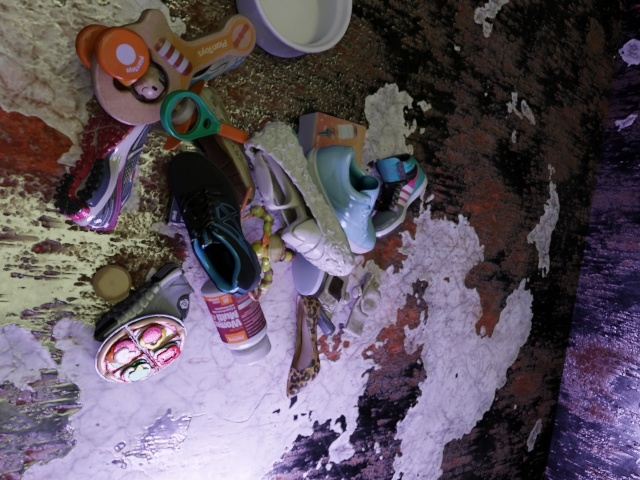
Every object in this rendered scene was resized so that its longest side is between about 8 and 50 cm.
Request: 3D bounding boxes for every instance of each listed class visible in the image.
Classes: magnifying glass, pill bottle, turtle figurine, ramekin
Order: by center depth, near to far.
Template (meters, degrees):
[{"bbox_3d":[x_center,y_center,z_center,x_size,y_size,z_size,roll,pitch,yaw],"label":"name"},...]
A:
[{"bbox_3d":[-0.230,-0.239,0.878,0.231,0.026,0.092,4,107,-59],"label":"magnifying glass"},{"bbox_3d":[-0.071,-0.589,1.041,0.277,0.135,0.278,-5,99,-34],"label":"ramekin"},{"bbox_3d":[-0.117,0.001,1.060,0.217,0.087,0.270,-18,105,-69],"label":"turtle figurine"},{"bbox_3d":[-0.204,0.192,1.068,0.121,0.121,0.221,-28,111,-28],"label":"pill bottle"}]

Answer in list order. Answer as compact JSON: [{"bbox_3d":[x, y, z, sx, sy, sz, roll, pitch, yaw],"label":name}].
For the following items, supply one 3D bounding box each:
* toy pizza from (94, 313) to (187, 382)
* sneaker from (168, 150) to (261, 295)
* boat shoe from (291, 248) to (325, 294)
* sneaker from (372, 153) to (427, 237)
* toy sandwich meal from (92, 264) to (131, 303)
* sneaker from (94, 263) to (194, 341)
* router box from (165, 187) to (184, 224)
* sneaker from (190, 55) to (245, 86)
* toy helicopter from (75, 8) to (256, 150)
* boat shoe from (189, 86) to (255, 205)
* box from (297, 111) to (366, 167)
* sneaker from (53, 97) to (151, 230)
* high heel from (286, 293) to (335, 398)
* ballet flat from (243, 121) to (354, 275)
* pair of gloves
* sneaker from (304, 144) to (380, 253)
[{"bbox_3d":[-0.391,0.248,0.950,0.201,0.032,0.201,-25,138,-26],"label":"toy pizza"},{"bbox_3d":[-0.227,-0.042,0.908,0.125,0.139,0.341,-28,89,4],"label":"sneaker"},{"bbox_3d":[-0.003,0.000,1.189,0.104,0.113,0.307,14,75,-49],"label":"boat shoe"},{"bbox_3d":[0.213,-0.162,1.297,0.296,0.123,0.178,-52,126,-27],"label":"sneaker"},{"bbox_3d":[-0.455,0.094,0.940,0.085,0.029,0.086,-1,92,-24],"label":"toy sandwich meal"},{"bbox_3d":[-0.378,0.172,0.970,0.228,0.086,0.132,-44,120,-23],"label":"sneaker"},{"bbox_3d":[-0.306,-0.096,1.007,0.092,0.038,0.123,9,91,-34],"label":"router box"},{"bbox_3d":[-0.241,-0.423,0.979,0.237,0.086,0.085,-41,115,-24],"label":"sneaker"},{"bbox_3d":[-0.268,-0.340,0.849,0.355,0.140,0.235,-38,134,-26],"label":"toy helicopter"},{"bbox_3d":[-0.219,-0.221,1.010,0.089,0.104,0.285,-42,118,-43],"label":"boat shoe"},{"bbox_3d":[0.027,-0.265,1.180,0.170,0.091,0.130,5,94,-35],"label":"box"},{"bbox_3d":[-0.429,-0.165,0.883,0.112,0.120,0.299,60,46,-64],"label":"sneaker"},{"bbox_3d":[-0.063,0.284,1.185,0.186,0.093,0.261,56,50,-33],"label":"high heel"},{"bbox_3d":[-0.063,-0.076,1.011,0.147,0.147,0.409,-31,100,-27],"label":"ballet flat"},{"bbox_3d":[0.098,0.159,1.298,0.240,0.042,0.204,46,61,-31],"label":"pair of gloves"},{"bbox_3d":[0.096,-0.094,1.118,0.366,0.150,0.135,53,42,-42],"label":"sneaker"}]
